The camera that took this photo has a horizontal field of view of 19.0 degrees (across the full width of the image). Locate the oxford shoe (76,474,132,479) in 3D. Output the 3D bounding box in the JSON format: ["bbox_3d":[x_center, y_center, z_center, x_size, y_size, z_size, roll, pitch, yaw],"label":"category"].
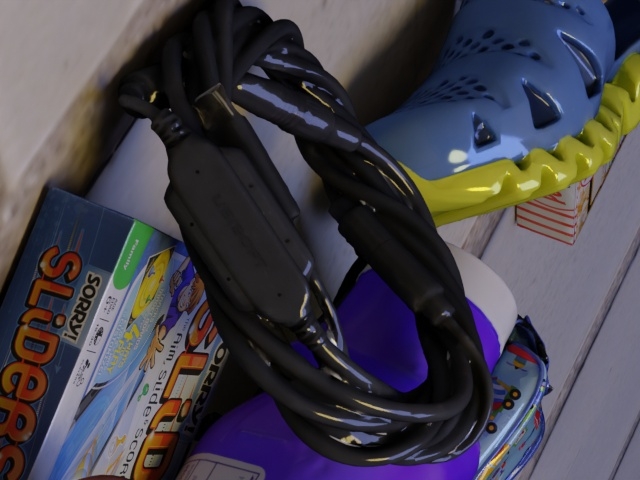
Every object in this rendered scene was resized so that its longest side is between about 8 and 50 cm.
[{"bbox_3d":[-0.124,0.233,0.526,0.348,0.130,0.123,-53,153,-9],"label":"oxford shoe"}]

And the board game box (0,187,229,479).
[{"bbox_3d":[-0.093,0.091,0.675,0.201,0.035,0.136,-68,162,-3],"label":"board game box"}]

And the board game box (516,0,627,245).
[{"bbox_3d":[0.186,-0.115,1.259,0.193,0.045,0.146,-60,161,-27],"label":"board game box"}]

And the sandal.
[{"bbox_3d":[0.105,-0.102,0.960,0.317,0.126,0.138,-36,107,-48],"label":"sandal"}]

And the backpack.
[{"bbox_3d":[0.029,0.096,0.895,0.158,0.117,0.173,-50,164,-16],"label":"backpack"}]

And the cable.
[{"bbox_3d":[0.000,0.000,0.690,0.047,0.184,0.150,-32,-170,23],"label":"cable"}]

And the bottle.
[{"bbox_3d":[-0.011,0.123,0.727,0.283,0.092,0.118,-60,142,-29],"label":"bottle"}]
